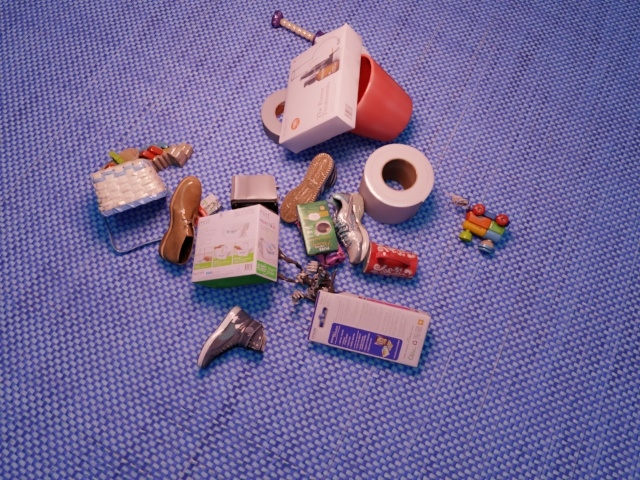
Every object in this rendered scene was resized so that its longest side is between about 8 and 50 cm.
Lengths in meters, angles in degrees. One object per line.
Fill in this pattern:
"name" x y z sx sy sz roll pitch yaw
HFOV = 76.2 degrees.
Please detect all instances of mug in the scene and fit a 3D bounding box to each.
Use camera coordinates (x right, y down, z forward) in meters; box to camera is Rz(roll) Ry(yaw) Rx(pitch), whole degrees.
"mug" 0.241 0.079 1.398 0.169 0.150 0.113 12 105 -3

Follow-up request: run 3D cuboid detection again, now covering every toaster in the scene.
"toaster" -0.235 -0.143 1.436 0.185 0.168 0.110 -2 69 -4

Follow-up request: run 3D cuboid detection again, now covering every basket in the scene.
"basket" -0.629 -0.125 1.410 0.254 0.201 0.289 -18 101 -10

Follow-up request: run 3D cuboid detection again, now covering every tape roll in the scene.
"tape roll" 0.267 -0.200 1.473 0.246 0.169 0.246 1 71 -2
"tape roll" -0.120 -0.482 1.601 0.219 0.072 0.219 1 71 -2

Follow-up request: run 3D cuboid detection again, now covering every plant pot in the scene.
"plant pot" 0.188 -0.500 1.504 0.243 0.275 0.275 19 68 -31

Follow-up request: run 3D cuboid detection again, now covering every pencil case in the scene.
"pencil case" 0.000 0.000 1.437 0.098 0.095 0.209 -25 75 -30

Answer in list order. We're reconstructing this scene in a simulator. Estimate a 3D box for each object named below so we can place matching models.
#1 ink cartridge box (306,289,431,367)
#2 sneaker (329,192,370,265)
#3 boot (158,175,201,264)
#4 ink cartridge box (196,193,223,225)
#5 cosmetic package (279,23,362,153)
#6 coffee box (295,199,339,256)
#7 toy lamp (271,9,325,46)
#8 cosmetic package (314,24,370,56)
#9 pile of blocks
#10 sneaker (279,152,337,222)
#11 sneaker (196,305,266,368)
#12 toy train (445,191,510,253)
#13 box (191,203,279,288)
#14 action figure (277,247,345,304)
"ink cartridge box" 0.155 0.280 1.330 0.370 0.069 0.176 13 98 0
"sneaker" 0.087 -0.043 1.431 0.122 0.110 0.283 8 59 -27
"boot" -0.450 -0.065 1.381 0.115 0.112 0.305 19 94 41
"ink cartridge box" -0.421 -0.112 1.488 0.115 0.029 0.063 -38 77 -14
"cosmetic package" -0.001 -0.530 1.447 0.097 0.284 0.377 22 65 -40
"coffee box" -0.012 -0.041 1.380 0.113 0.040 0.184 -11 73 -15
"toy lamp" -0.077 -0.887 1.734 0.274 0.080 0.080 31 73 7
"cosmetic package" 0.084 -0.725 1.648 0.151 0.151 0.184 -29 75 -10
"pile of blocks" -0.660 -0.310 1.500 0.362 0.112 0.149 -23 74 -10
"sneaker" -0.034 -0.184 1.498 0.099 0.153 0.282 37 100 7
"sneaker" -0.275 0.345 1.312 0.163 0.086 0.226 32 72 11
"toy train" 0.540 -0.061 1.482 0.248 0.105 0.143 25 86 6
"box" -0.279 0.026 1.340 0.262 0.127 0.231 -10 68 27
"action figure" -0.051 0.136 1.360 0.275 0.141 0.164 25 93 7
